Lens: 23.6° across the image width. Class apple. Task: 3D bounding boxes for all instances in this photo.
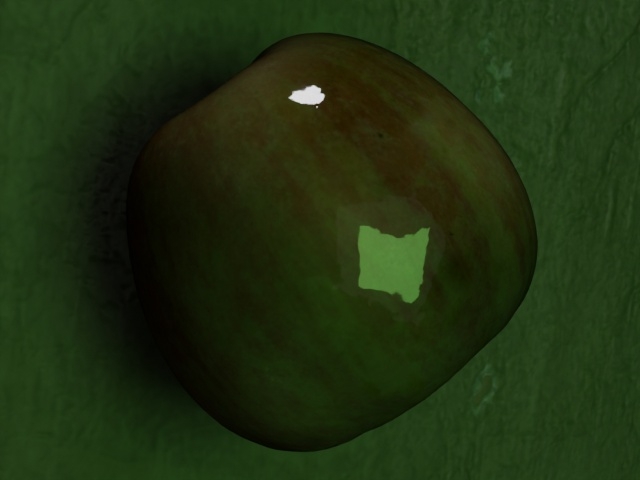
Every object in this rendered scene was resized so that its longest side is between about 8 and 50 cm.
[{"bbox_3d":[0.000,0.000,0.971,0.234,0.257,0.257,48,59,-1],"label":"apple"}]
